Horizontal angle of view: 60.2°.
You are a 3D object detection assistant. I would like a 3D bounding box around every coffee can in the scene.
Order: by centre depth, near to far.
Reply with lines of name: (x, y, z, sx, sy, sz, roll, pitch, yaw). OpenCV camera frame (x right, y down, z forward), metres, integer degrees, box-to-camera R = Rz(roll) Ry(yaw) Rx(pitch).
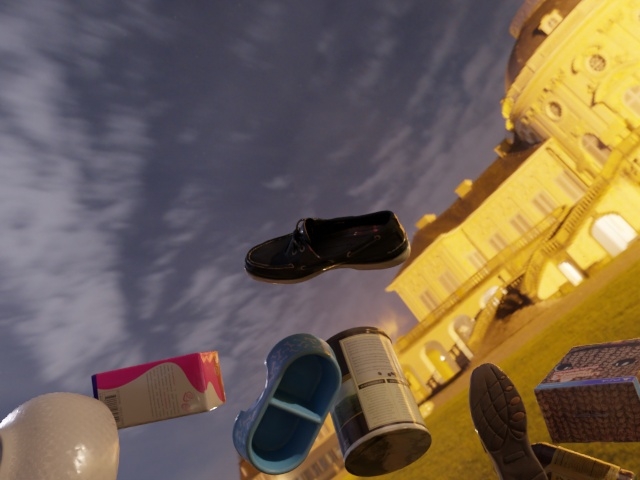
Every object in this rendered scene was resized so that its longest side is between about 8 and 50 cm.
coffee can: (0.114, 0.369, 1.285, 0.201, 0.275, 0.202, -10, -47, -10)

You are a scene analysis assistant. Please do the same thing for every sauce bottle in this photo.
sauce bottle: (0.635, 0.605, 1.463, 0.111, 0.344, 0.111, -12, -75, -50)

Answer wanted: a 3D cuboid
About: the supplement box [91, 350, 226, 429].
supplement box: (-0.311, 0.291, 1.078, 0.220, 0.111, 0.114, -12, -11, 7)

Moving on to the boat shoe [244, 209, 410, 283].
boat shoe: (0.000, 0.003, 1.089, 0.340, 0.127, 0.113, -4, -45, 15)

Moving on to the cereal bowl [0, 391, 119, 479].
cereal bowl: (-0.480, 0.399, 0.876, 0.339, 0.339, 0.141, -42, -49, 14)

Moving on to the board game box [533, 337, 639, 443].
board game box: (0.705, 0.363, 1.355, 0.232, 0.141, 0.291, -21, -2, 43)

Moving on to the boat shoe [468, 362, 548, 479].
boat shoe: (0.410, 0.437, 1.256, 0.123, 0.324, 0.116, -15, -5, 1)

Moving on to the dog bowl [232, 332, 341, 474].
dog bowl: (-0.061, 0.341, 1.134, 0.297, 0.166, 0.074, -63, 20, -3)
